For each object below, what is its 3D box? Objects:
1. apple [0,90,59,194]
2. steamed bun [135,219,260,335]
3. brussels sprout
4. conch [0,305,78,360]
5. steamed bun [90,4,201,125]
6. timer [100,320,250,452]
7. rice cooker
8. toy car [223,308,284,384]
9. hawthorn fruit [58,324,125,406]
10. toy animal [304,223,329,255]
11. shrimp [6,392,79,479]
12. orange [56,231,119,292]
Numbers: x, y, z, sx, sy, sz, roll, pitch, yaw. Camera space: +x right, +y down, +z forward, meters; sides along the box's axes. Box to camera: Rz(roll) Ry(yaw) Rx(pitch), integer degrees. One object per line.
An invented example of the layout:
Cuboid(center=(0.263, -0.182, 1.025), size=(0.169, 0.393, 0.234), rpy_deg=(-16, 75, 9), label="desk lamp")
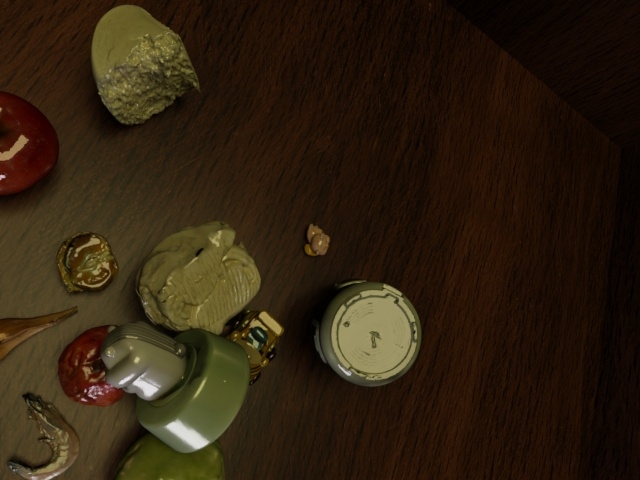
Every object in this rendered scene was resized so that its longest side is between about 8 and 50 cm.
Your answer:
Cuboid(center=(-0.807, -0.243, 1.193), size=(0.261, 0.216, 0.260), rpy_deg=(6, 77, -26), label="apple")
Cuboid(center=(-0.371, 0.097, 1.348), size=(0.394, 0.238, 0.346), rpy_deg=(9, 95, -58), label="steamed bun")
Cuboid(center=(-0.398, 0.629, 1.225), size=(0.316, 0.243, 0.273), rpy_deg=(-57, 131, -21), label="brussels sprout")
Cuboid(center=(-0.773, 0.229, 1.183), size=(0.093, 0.109, 0.330), rpy_deg=(38, 44, 17), label="conch")
Cuboid(center=(-0.538, -0.484, 1.363), size=(0.273, 0.290, 0.272), rpy_deg=(42, 67, 5), label="steamed bun")
Cuboid(center=(-0.375, 0.305, 1.126), size=(0.315, 0.291, 0.290), rpy_deg=(44, 61, -34), label="timer")
Cuboid(center=(0.128, 0.288, 1.529), size=(0.336, 0.325, 0.334), rpy_deg=(1, 83, -9), label="rice cooker")
Cuboid(center=(-0.220, 0.319, 1.431), size=(0.200, 0.142, 0.248), rpy_deg=(45, 61, -12), label="toy car")
Cuboid(center=(-0.553, 0.310, 1.194), size=(0.208, 0.243, 0.207), rpy_deg=(5, 74, -19), label="hawthorn fruit")
Cuboid(center=(0.000, 0.000, 1.658), size=(0.091, 0.082, 0.114), rpy_deg=(12, 73, -27), label="toy animal")
Cuboid(center=(-0.709, 0.492, 1.185), size=(0.152, 0.046, 0.219), rpy_deg=(-34, 96, -33), label="shrimp")
Cuboid(center=(-0.629, 0.057, 1.286), size=(0.160, 0.112, 0.169), rpy_deg=(32, 89, -31), label="orange")
